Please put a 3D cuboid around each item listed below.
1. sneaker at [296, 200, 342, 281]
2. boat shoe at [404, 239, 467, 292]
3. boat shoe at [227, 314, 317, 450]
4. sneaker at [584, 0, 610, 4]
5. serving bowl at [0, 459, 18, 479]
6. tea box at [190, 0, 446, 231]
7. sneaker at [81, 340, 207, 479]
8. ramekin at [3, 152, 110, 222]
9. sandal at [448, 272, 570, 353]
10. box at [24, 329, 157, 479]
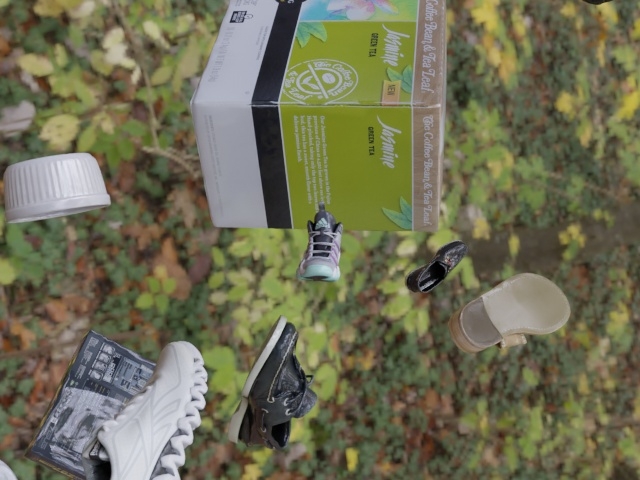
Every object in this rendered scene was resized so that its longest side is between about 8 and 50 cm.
[{"bbox_3d":[0.000,0.000,0.855,0.098,0.038,0.069,-130,-135,-89],"label":"sneaker"},{"bbox_3d":[0.205,0.046,1.679,0.042,0.133,0.049,18,-43,58],"label":"boat shoe"},{"bbox_3d":[-0.063,0.241,1.551,0.127,0.113,0.340,-60,174,-44],"label":"boat shoe"},{"bbox_3d":[0.317,-0.327,1.170,0.124,0.283,0.107,103,-29,-47],"label":"sneaker"},{"bbox_3d":[-0.367,0.278,1.121,0.083,0.027,0.083,55,6,-9],"label":"serving bowl"},{"bbox_3d":[0.016,-0.197,1.402,0.329,0.323,0.220,-82,171,-47],"label":"tea box"},{"bbox_3d":[-0.218,0.237,1.197,0.118,0.110,0.292,26,47,-17],"label":"sneaker"},{"bbox_3d":[-0.528,-0.105,1.956,0.207,0.207,0.109,-12,91,-77],"label":"ramekin"},{"bbox_3d":[0.229,0.105,1.296,0.240,0.079,0.088,-12,74,-46],"label":"sandal"},{"bbox_3d":[-0.361,0.293,1.658,0.183,0.059,0.232,30,58,-16],"label":"box"}]
